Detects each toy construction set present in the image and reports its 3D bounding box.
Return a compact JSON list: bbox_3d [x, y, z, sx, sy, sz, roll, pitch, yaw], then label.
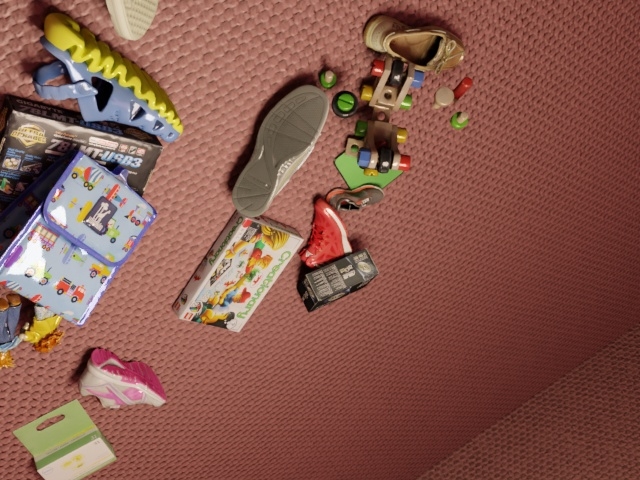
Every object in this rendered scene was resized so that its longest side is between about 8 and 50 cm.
[{"bbox_3d":[0.175,-0.273,1.674,0.309,0.257,0.237,-16,176,-5],"label":"toy construction set"}]

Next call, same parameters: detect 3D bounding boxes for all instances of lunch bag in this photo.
[{"bbox_3d":[-0.462,-0.023,1.391,0.293,0.138,0.221,-52,135,-5],"label":"lunch bag"}]

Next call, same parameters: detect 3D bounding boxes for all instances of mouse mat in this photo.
[{"bbox_3d":[0.124,-0.186,1.834,0.152,0.007,0.189,-38,137,-2],"label":"mouse mat"}]

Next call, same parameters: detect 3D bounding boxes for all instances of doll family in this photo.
[{"bbox_3d":[-0.620,0.180,1.508,0.263,0.118,0.163,-12,133,-43],"label":"doll family"}]

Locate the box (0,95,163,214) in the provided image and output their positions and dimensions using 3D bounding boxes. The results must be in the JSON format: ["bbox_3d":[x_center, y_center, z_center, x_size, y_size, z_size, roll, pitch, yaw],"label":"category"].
[{"bbox_3d":[-0.494,-0.103,1.422,0.295,0.073,0.293,9,118,-39],"label":"box"}]

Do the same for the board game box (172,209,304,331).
[{"bbox_3d":[-0.199,0.079,1.792,0.193,0.053,0.305,20,111,-44],"label":"board game box"}]

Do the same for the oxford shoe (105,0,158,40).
[{"bbox_3d":[-0.347,-0.524,1.148,0.130,0.169,0.449,9,141,12],"label":"oxford shoe"}]

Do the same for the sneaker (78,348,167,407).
[{"bbox_3d":[-0.486,0.354,1.797,0.111,0.103,0.252,-44,131,10],"label":"sneaker"}]

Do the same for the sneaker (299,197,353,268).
[{"bbox_3d":[0.000,0.000,1.845,0.128,0.087,0.221,-35,136,-8],"label":"sneaker"}]

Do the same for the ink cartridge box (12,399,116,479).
[{"bbox_3d":[-0.638,0.518,1.852,0.171,0.056,0.235,-27,138,-13],"label":"ink cartridge box"}]

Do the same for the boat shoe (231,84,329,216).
[{"bbox_3d":[-0.085,-0.198,1.617,0.118,0.103,0.320,30,106,1],"label":"boat shoe"}]

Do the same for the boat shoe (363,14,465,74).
[{"bbox_3d":[0.225,-0.425,1.645,0.285,0.089,0.104,0,124,-35],"label":"boat shoe"}]

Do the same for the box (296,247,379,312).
[{"bbox_3d":[0.043,0.106,1.919,0.180,0.077,0.147,-23,168,-18],"label":"box"}]

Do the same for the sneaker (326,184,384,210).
[{"bbox_3d":[0.094,-0.094,1.838,0.158,0.065,0.061,-8,133,-23],"label":"sneaker"}]

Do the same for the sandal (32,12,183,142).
[{"bbox_3d":[-0.388,-0.268,1.335,0.138,0.126,0.317,-46,129,12],"label":"sandal"}]
